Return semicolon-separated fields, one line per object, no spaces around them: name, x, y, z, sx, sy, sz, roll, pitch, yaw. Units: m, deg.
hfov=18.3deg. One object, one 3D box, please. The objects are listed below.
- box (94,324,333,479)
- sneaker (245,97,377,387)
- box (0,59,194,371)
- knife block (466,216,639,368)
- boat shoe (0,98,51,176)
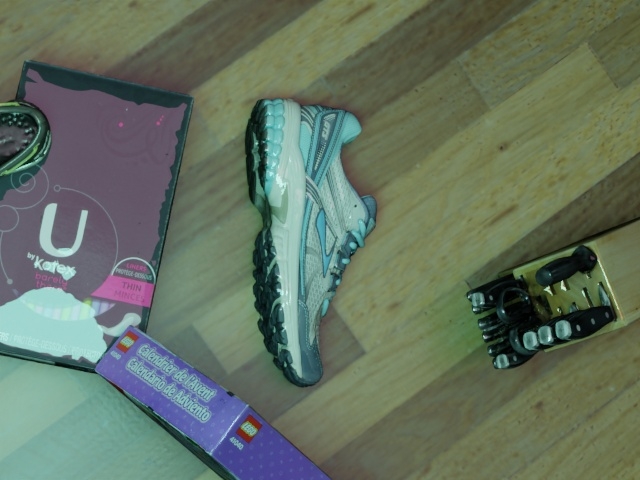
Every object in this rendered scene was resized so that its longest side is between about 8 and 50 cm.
box;-0.052;0.205;1.791;0.057;0.201;0.293;-52;130;-9
sneaker;0.000;0.000;1.929;0.122;0.110;0.283;-2;86;-13
box;-0.228;-0.015;1.874;0.165;0.143;0.270;11;83;-8
knife block;0.270;0.041;1.899;0.275;0.242;0.088;-21;90;-10
boat shoe;-0.348;-0.067;1.757;0.227;0.068;0.081;-24;89;-8
